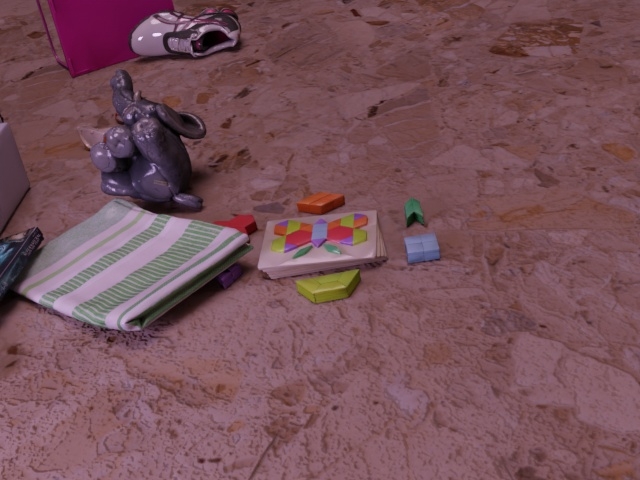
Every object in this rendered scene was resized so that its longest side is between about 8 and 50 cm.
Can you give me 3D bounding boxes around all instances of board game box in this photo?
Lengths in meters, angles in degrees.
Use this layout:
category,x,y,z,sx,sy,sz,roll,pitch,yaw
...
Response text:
category,x,y,z,sx,sy,sz,roll,pitch,yaw
board game box,-0.495,0.054,1.369,0.126,0.026,0.186,-17,29,19

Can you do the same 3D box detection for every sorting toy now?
category,x,y,z,sx,sy,sz,roll,pitch,yaw
sorting toy,-0.416,-0.204,1.812,0.083,0.045,0.075,16,32,38

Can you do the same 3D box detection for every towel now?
category,x,y,z,sx,sy,sz,roll,pitch,yaw
towel,-0.287,0.028,1.351,0.324,0.038,0.248,15,42,41

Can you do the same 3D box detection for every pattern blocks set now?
category,x,y,z,sx,sy,sz,roll,pitch,yaw
pattern blocks set,0.000,0.000,1.344,0.324,0.026,0.285,-13,30,-6

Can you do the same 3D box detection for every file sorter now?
category,x,y,z,sx,sy,sz,roll,pitch,yaw
file sorter,-0.528,-0.559,2.292,0.290,0.202,0.182,-24,31,-22

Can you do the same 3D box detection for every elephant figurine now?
category,x,y,z,sx,sy,sz,roll,pitch,yaw
elephant figurine,-0.280,-0.177,1.578,0.169,0.186,0.239,-7,30,11

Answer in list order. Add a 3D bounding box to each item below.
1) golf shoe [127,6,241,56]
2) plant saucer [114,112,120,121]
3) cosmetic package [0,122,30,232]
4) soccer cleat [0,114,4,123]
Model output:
category,x,y,z,sx,sy,sz,roll,pitch,yaw
golf shoe,-0.323,-0.486,2.208,0.272,0.105,0.120,-12,37,-3
plant saucer,-0.383,-0.262,1.925,0.083,0.013,0.083,-8,29,5
cosmetic package,-0.648,-0.086,1.582,0.223,0.138,0.225,-8,28,4
soccer cleat,-0.797,-0.279,1.996,0.116,0.109,0.318,-35,40,-30
